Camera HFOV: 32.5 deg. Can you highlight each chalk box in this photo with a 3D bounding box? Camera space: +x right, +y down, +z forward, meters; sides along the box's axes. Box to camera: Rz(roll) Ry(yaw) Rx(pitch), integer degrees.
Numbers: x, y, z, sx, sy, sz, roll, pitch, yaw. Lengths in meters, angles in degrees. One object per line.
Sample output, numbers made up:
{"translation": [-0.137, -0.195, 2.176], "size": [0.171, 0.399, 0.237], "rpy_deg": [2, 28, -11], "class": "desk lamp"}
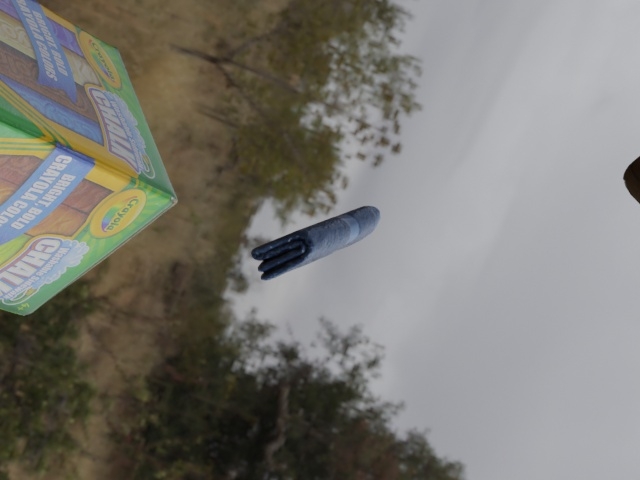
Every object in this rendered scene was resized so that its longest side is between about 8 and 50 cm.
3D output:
{"translation": [-0.182, -0.051, 0.634], "size": [0.132, 0.213, 0.132], "rpy_deg": [-37, -123, 19], "class": "chalk box"}

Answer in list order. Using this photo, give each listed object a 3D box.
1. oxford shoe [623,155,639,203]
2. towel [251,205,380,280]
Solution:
{"translation": [0.261, -0.096, 0.647], "size": [0.227, 0.096, 0.083], "rpy_deg": [-45, 160, -21], "class": "oxford shoe"}
{"translation": [0.000, 0.000, 0.913], "size": [0.067, 0.029, 0.119], "rpy_deg": [-23, 179, 35], "class": "towel"}
